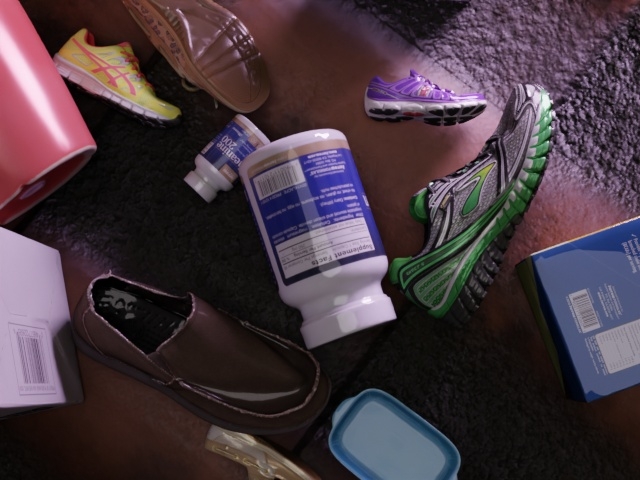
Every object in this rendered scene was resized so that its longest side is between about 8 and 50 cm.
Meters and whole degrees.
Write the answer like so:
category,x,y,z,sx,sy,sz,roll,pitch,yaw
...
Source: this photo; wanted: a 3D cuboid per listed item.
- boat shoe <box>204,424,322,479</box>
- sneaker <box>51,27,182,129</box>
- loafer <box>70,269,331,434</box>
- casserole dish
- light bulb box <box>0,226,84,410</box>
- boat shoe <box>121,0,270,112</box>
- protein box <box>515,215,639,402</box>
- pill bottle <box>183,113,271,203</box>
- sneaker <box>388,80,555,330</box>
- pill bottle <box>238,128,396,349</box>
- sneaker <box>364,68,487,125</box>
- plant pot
category,x,y,z,sx,sy,sz,roll,pitch,yaw
boat shoe,-0.079,0.297,1.313,0.170,0.063,0.059,29,88,15
sneaker,-0.277,-0.229,1.370,0.208,0.081,0.094,30,83,6
loafer,-0.162,0.145,1.277,0.366,0.130,0.134,17,60,5
casserole dish,0.099,0.281,1.318,0.188,0.037,0.114,37,86,6
light bulb box,-0.527,0.127,1.198,0.361,0.358,0.225,-12,81,2
boat shoe,-0.180,-0.287,1.380,0.104,0.089,0.285,-36,85,-29
protein box,0.391,0.083,1.280,0.201,0.136,0.200,-20,83,0
pill bottle,-0.130,-0.111,1.357,0.067,0.067,0.120,43,86,6
sneaker,0.205,-0.062,1.306,0.146,0.134,0.343,27,85,6
pill bottle,0.000,0.000,1.296,0.153,0.153,0.264,-18,83,0
sneaker,0.146,-0.202,1.360,0.170,0.068,0.071,5,78,3
plant pot,-0.446,-0.159,1.291,0.275,0.275,0.243,-38,94,-3
